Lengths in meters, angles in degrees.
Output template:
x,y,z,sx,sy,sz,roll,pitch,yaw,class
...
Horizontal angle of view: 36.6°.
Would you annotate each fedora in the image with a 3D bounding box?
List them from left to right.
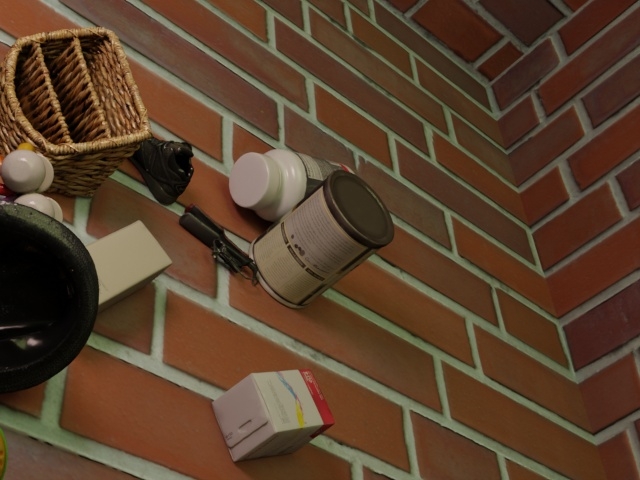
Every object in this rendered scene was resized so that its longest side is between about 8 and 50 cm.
x,y,z,sx,sy,sz,roll,pitch,yaw,class
-0.517,0.077,1.498,0.334,0.334,0.152,39,-4,-19,fedora

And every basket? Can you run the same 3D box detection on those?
x,y,z,sx,sy,sz,roll,pitch,yaw,class
-0.499,-0.268,1.869,0.213,0.223,0.299,11,49,-48,basket

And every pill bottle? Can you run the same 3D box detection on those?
x,y,z,sx,sy,sz,roll,pitch,yaw,class
-0.064,-0.125,2.339,0.318,0.176,0.176,9,50,-49,pill bottle

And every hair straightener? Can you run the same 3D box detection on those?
x,y,z,sx,sy,sz,roll,pitch,yaw,class
-0.220,0.023,2.110,0.230,0.047,0.089,47,30,-15,hair straightener

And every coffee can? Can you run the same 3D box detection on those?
x,y,z,sx,sy,sz,roll,pitch,yaw,class
0.000,0.000,2.188,0.201,0.275,0.201,34,34,-27,coffee can

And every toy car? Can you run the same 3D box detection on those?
x,y,z,sx,sy,sz,roll,pitch,yaw,class
-0.536,-0.075,1.698,0.159,0.136,0.182,-177,-105,-82,toy car

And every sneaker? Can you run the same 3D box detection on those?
x,y,z,sx,sy,sz,roll,pitch,yaw,class
-0.353,-0.203,2.089,0.227,0.130,0.087,53,28,9,sneaker

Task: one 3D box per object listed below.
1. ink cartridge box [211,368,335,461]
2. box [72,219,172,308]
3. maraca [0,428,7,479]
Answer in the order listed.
x,y,z,sx,sy,sz,roll,pitch,yaw,class
-0.091,0.332,1.848,0.176,0.128,0.127,5,52,-52,ink cartridge box
-0.400,0.063,1.764,0.113,0.094,0.275,53,30,3,box
-0.505,0.327,1.337,0.127,0.099,0.185,27,63,-26,maraca
